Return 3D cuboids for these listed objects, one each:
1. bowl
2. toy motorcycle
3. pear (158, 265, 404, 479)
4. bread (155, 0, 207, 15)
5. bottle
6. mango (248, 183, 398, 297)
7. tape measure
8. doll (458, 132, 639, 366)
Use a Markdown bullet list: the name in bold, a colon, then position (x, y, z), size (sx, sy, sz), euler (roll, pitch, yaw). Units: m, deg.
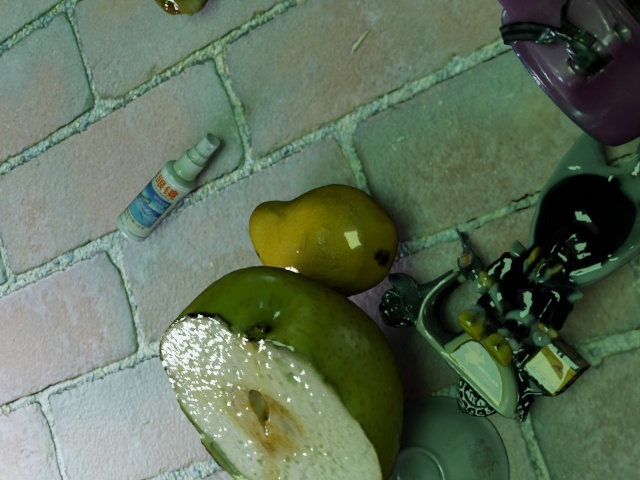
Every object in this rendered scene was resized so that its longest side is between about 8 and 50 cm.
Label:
- **bowl**: position (0.142, 0.302, 1.331), size (0.189, 0.086, 0.189), euler (1, 91, 33)
- **toy motorcycle**: position (0.193, 0.114, 1.295), size (0.263, 0.091, 0.157), euler (46, 106, 20)
- **pear**: position (-0.024, 0.179, 1.334), size (0.340, 0.191, 0.386), euler (25, 143, 21)
- **bread**: position (-0.169, -0.455, 1.506), size (0.269, 0.098, 0.087), euler (-60, 21, 19)
- **bottle**: position (-0.230, -0.084, 1.573), size (0.217, 0.060, 0.060), euler (-43, 70, 24)
- **mango**: position (0.005, 0.000, 1.395), size (0.262, 0.109, 0.157), euler (10, 104, 51)
- **tape measure**: position (0.299, -0.227, 1.122), size (0.149, 0.245, 0.231), euler (-42, 54, 25)
- **doll**: position (0.294, 0.008, 1.192), size (0.316, 0.103, 0.145), euler (-48, 30, 2)
